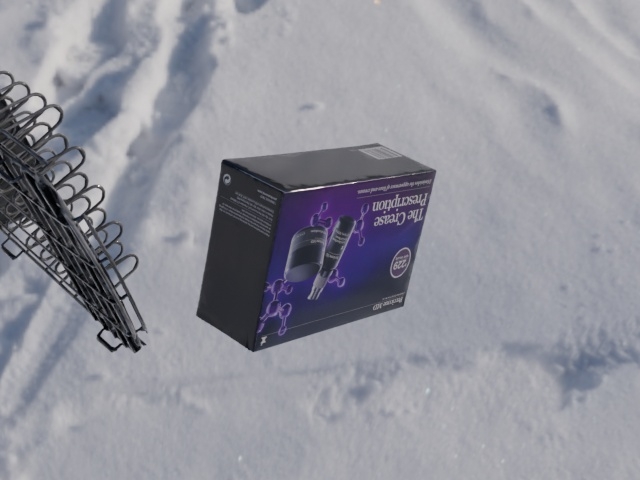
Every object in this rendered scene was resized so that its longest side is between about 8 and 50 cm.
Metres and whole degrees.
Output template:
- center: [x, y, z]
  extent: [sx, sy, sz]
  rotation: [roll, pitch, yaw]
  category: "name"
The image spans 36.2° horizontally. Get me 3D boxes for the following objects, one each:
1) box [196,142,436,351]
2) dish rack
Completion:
- center: [0.000, 0.000, 1.103]
  extent: [0.103, 0.184, 0.261]
  rotation: [30, 27, 35]
  category: "box"
- center: [-0.210, -0.042, 0.716]
  extent: [0.074, 0.208, 0.271]
  rotation: [-41, 50, -20]
  category: "dish rack"
